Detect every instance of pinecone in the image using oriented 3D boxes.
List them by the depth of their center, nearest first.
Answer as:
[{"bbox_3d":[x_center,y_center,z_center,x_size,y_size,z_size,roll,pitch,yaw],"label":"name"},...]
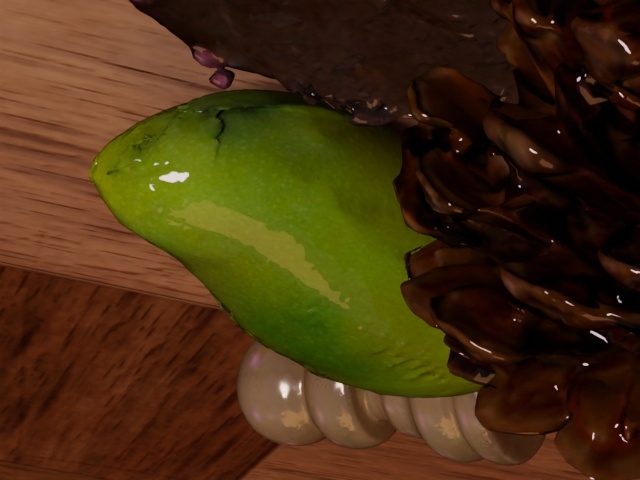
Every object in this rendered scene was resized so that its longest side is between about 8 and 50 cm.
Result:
[{"bbox_3d":[0.099,-0.020,0.531,0.174,0.173,0.173,4,155,2],"label":"pinecone"}]

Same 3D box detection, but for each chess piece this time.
[{"bbox_3d":[0.034,0.074,1.049,0.170,0.094,0.094,-5,154,34],"label":"chess piece"}]

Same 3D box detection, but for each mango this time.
[{"bbox_3d":[0.000,0.000,0.862,0.233,0.111,0.125,22,145,-31],"label":"mango"}]

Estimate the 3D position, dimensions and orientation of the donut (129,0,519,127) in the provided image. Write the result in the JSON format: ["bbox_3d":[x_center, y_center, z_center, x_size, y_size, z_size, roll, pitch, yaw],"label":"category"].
[{"bbox_3d":[0.038,-0.130,0.590,0.270,0.103,0.269,3,153,2],"label":"donut"}]
